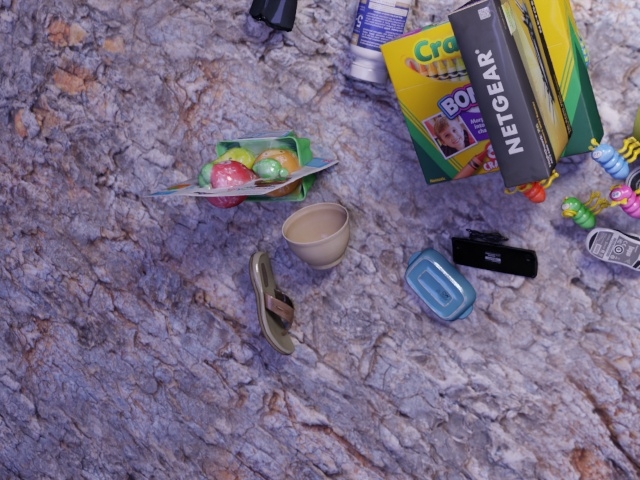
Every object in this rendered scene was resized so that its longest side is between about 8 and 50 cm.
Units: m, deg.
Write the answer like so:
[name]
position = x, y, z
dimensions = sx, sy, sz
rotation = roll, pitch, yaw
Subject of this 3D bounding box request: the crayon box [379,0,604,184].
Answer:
[crayon box]
position = 0.339, -0.301, 1.515
dimensions = 0.362, 0.106, 0.313
rotation = -10, 111, 34

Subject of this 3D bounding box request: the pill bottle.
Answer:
[pill bottle]
position = 0.124, -0.444, 1.650
dimensions = 0.112, 0.112, 0.187
rotation = 22, 111, 24

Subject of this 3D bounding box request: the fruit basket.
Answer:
[fruit basket]
position = -0.176, -0.158, 1.748
dimensions = 0.326, 0.353, 0.166
rotation = 1, 103, 31

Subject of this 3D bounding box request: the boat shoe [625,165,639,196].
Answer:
[boat shoe]
position = 0.706, -0.041, 1.408
dimensions = 0.306, 0.105, 0.113
rotation = 40, 117, 17

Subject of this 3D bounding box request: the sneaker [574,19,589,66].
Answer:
[sneaker]
position = 0.461, -0.413, 1.488
dimensions = 0.078, 0.067, 0.188
rotation = -22, 92, 26

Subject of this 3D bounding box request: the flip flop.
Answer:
[flip flop]
position = -0.111, 0.159, 1.937
dimensions = 0.080, 0.112, 0.277
rotation = -13, 89, 17

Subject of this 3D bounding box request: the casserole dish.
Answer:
[casserole dish]
position = 0.268, 0.106, 1.735
dimensions = 0.188, 0.037, 0.114
rotation = 47, 120, 12

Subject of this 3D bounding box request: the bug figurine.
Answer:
[bug figurine]
position = 0.500, -0.098, 1.437
dimensions = 0.216, 0.072, 0.279
rotation = 34, 154, -22

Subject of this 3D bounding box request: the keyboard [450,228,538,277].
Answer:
[keyboard]
position = 0.382, 0.020, 1.660
dimensions = 0.192, 0.038, 0.100
rotation = 10, 129, 27

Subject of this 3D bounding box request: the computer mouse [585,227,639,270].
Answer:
[computer mouse]
position = 0.622, 0.020, 1.501
dimensions = 0.192, 0.042, 0.106
rotation = 22, 117, 12

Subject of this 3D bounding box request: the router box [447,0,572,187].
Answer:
[router box]
position = 0.337, -0.279, 1.309
dimensions = 0.081, 0.243, 0.309
rotation = -12, 110, 33

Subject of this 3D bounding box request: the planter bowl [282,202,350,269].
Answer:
[planter bowl]
position = 0.000, 0.000, 1.809
dimensions = 0.162, 0.162, 0.109
rotation = 4, 129, 29

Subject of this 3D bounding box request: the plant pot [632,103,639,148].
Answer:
[plant pot]
position = 0.711, -0.184, 1.307
dimensions = 0.293, 0.274, 0.275
rotation = 29, 115, 39

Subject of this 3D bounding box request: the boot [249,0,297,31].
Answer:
[boot]
position = -0.047, -0.577, 1.728
dimensions = 0.246, 0.094, 0.207
rotation = 23, 108, 31
